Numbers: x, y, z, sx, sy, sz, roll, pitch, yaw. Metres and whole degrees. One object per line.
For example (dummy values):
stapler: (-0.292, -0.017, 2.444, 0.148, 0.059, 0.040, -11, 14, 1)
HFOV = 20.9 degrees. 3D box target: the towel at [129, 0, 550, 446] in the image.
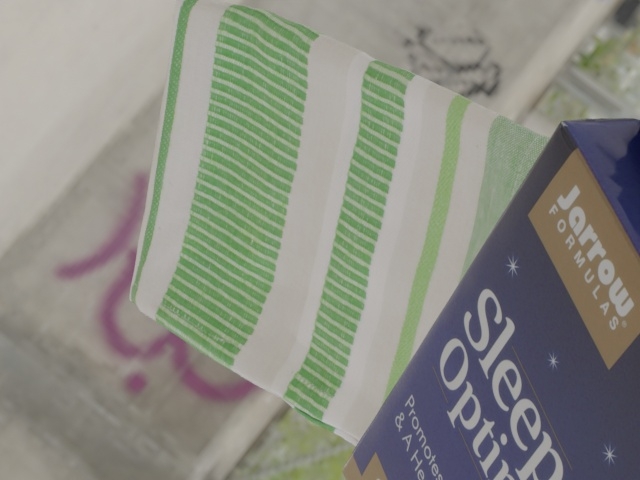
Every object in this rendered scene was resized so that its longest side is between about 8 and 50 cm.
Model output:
towel: (0.000, 0.000, 1.079, 0.038, 0.325, 0.248, -9, 119, -42)

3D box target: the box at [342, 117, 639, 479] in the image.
box: (0.080, 0.063, 0.521, 0.036, 0.136, 0.225, -2, 141, -29)
